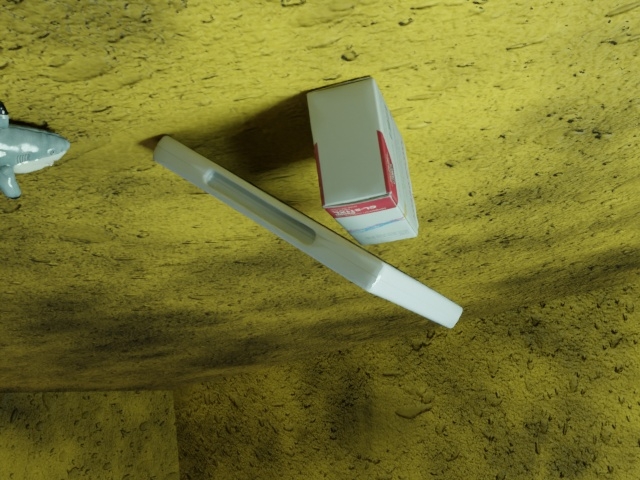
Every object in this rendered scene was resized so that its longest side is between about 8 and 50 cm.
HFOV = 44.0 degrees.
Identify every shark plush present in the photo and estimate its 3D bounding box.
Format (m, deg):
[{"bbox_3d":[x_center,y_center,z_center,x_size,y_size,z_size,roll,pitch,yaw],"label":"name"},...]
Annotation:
[{"bbox_3d":[-0.317,-0.112,0.750,0.067,0.073,0.161,-32,136,14],"label":"shark plush"}]

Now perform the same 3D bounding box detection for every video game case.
[{"bbox_3d":[0.000,0.000,0.933,0.300,0.036,0.329,31,-178,26],"label":"video game case"}]

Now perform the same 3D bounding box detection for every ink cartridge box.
[{"bbox_3d":[0.049,-0.076,0.852,0.072,0.127,0.175,-11,164,13],"label":"ink cartridge box"}]
